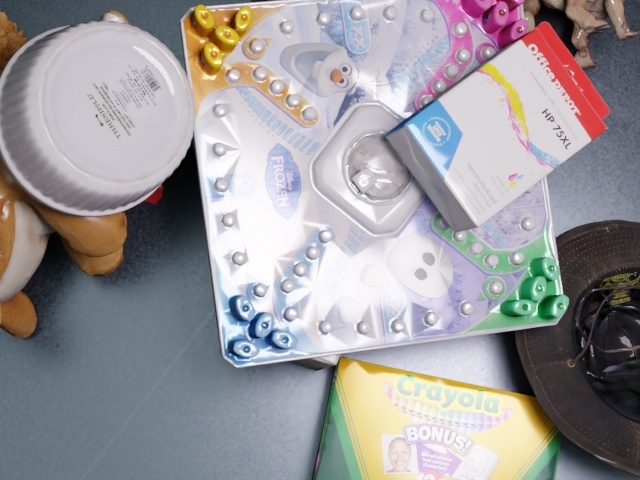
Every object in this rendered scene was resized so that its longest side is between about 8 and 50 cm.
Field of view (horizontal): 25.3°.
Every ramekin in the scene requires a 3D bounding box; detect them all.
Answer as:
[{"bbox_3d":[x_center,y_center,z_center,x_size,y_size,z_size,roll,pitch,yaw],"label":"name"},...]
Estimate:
[{"bbox_3d":[-0.229,-0.132,1.482,0.207,0.109,0.207,3,83,-27],"label":"ramekin"}]

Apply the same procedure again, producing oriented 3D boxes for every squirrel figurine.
[{"bbox_3d":[-0.357,-0.129,1.630,0.397,0.281,0.370,42,87,9],"label":"squirrel figurine"}]

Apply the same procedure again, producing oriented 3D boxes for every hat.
[{"bbox_3d":[0.372,0.144,1.688,0.331,0.134,0.331,2,63,-5],"label":"hat"}]

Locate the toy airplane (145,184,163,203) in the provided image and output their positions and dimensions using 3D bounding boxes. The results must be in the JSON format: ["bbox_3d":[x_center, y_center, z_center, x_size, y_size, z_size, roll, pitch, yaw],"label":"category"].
[{"bbox_3d":[-0.253,-0.106,1.758,0.151,0.028,0.151,0,82,0],"label":"toy airplane"}]

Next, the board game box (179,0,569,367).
[{"bbox_3d":[0.065,-0.079,1.543,0.390,0.050,0.389,-7,86,-13],"label":"board game box"}]

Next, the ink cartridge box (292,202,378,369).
[{"bbox_3d":[0.000,0.000,1.661,0.117,0.207,0.283,19,81,-2],"label":"ink cartridge box"}]

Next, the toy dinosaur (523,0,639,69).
[{"bbox_3d":[0.299,-0.328,1.718,0.296,0.127,0.200,3,75,-45],"label":"toy dinosaur"}]

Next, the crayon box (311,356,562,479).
[{"bbox_3d":[0.138,0.246,1.694,0.278,0.081,0.165,11,82,0],"label":"crayon box"}]

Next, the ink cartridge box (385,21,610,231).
[{"bbox_3d":[0.203,-0.129,1.512,0.231,0.078,0.134,-37,94,-14],"label":"ink cartridge box"}]

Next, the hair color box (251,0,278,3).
[{"bbox_3d":[0.067,-0.221,1.705,0.339,0.185,0.110,44,83,4],"label":"hair color box"}]
